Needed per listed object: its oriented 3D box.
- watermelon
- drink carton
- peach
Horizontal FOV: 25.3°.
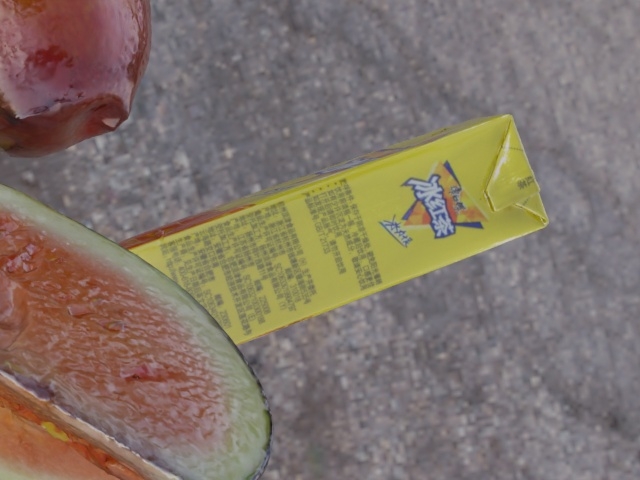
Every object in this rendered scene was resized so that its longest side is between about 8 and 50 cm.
[{"bbox_3d":[-0.171,0.067,0.719,0.303,0.128,0.159,27,23,2],"label":"watermelon"},{"bbox_3d":[0.000,0.000,1.210,0.154,0.351,0.111,180,-109,-74],"label":"drink carton"},{"bbox_3d":[-0.365,-0.266,1.669,0.372,0.290,0.372,46,26,-30],"label":"peach"}]
